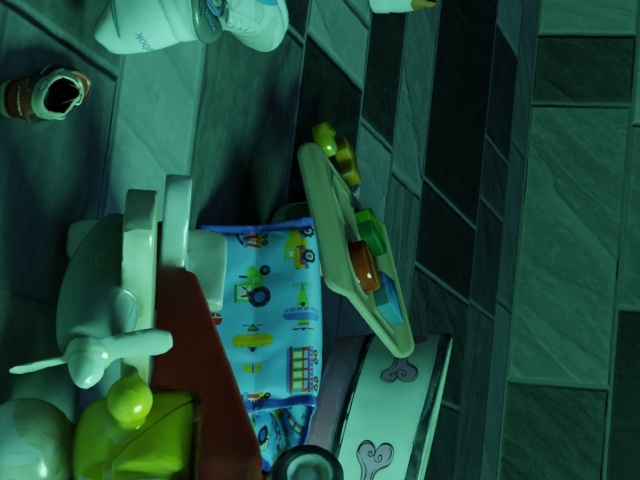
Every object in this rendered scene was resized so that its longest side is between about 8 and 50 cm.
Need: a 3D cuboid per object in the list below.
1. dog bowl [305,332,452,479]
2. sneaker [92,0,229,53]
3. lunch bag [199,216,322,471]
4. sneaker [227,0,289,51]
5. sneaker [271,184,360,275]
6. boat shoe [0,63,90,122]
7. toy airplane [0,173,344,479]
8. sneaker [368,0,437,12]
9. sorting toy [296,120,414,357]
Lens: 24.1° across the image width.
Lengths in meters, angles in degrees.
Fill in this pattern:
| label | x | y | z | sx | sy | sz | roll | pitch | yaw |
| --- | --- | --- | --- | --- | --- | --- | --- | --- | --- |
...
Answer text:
| label | x | y | z | sx | sy | sz | roll | pitch | yaw |
| --- | --- | --- | --- | --- | --- | --- | --- | --- | --- |
| dog bowl | 0.058 | 0.305 | 1.956 | 0.408 | 0.150 | 0.408 | 13 | 90 | -84 |
| sneaker | -0.174 | -0.307 | 1.375 | 0.111 | 0.129 | 0.297 | 40 | 37 | -64 |
| lunch bag | -0.053 | 0.133 | 1.757 | 0.293 | 0.138 | 0.221 | 74 | 14 | -66 |
| sneaker | -0.108 | -0.263 | 1.619 | 0.229 | 0.087 | 0.092 | 49 | 54 | -55 |
| sneaker | 0.000 | 0.000 | 1.958 | 0.232 | 0.090 | 0.115 | -42 | 135 | -63 |
| boat shoe | -0.233 | -0.129 | 1.321 | 0.137 | 0.043 | 0.049 | -30 | 119 | -69 |
| toy airplane | -0.168 | 0.132 | 1.295 | 0.384 | 0.272 | 0.386 | -157 | -125 | -70 |
| sneaker | 0.117 | -0.463 | 2.173 | 0.106 | 0.123 | 0.290 | -66 | 151 | -42 |
| sorting toy | 0.042 | -0.029 | 1.839 | 0.229 | 0.041 | 0.307 | 45 | 27 | -55 |
